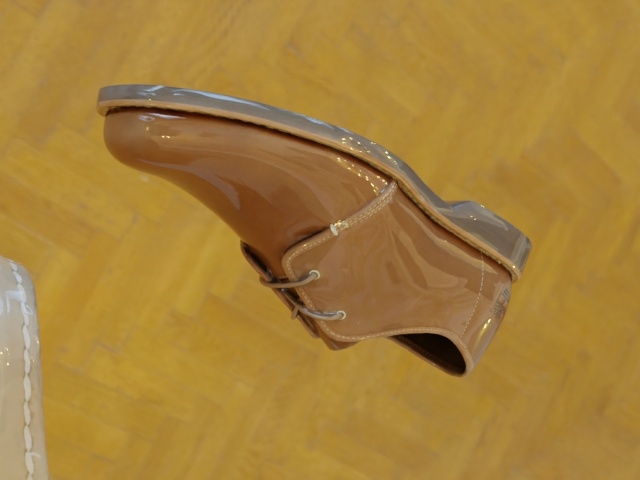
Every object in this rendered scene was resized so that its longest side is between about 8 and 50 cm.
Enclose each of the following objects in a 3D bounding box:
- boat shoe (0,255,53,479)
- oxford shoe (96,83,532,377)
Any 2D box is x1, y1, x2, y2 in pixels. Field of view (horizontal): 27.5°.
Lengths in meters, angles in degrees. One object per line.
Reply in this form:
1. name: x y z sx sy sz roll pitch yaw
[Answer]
1. boat shoe: -0.105 0.144 0.487 0.110 0.121 0.341 -5 124 -16
2. oxford shoe: 0.000 0.000 0.521 0.212 0.076 0.076 26 76 -31
